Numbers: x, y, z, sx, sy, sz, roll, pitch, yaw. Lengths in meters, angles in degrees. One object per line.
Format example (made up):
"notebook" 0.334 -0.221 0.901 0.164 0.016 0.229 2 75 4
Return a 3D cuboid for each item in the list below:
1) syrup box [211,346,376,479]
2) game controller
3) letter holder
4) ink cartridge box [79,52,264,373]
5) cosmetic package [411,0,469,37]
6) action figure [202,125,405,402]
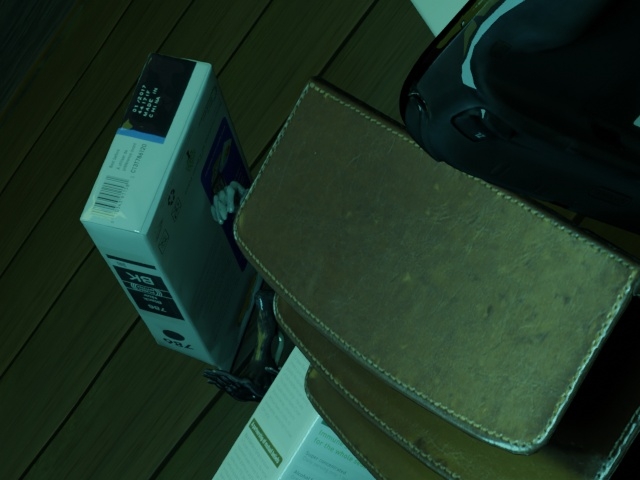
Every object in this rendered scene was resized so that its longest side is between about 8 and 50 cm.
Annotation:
"syrup box" 0.014 0.140 1.135 0.237 0.093 0.096 -57 24 6
"game controller" 0.185 -0.079 0.804 0.166 0.319 0.067 -54 49 19
"letter holder" 0.074 0.066 0.926 0.302 0.152 0.214 35 97 46
"ink cartridge box" -0.115 -0.009 1.341 0.333 0.065 0.165 72 -146 -62
"cosmetic package" 0.171 -0.192 1.058 0.156 0.217 0.385 -53 27 16
"action figure" 0.000 0.000 1.262 0.164 0.141 0.276 -6 57 43
